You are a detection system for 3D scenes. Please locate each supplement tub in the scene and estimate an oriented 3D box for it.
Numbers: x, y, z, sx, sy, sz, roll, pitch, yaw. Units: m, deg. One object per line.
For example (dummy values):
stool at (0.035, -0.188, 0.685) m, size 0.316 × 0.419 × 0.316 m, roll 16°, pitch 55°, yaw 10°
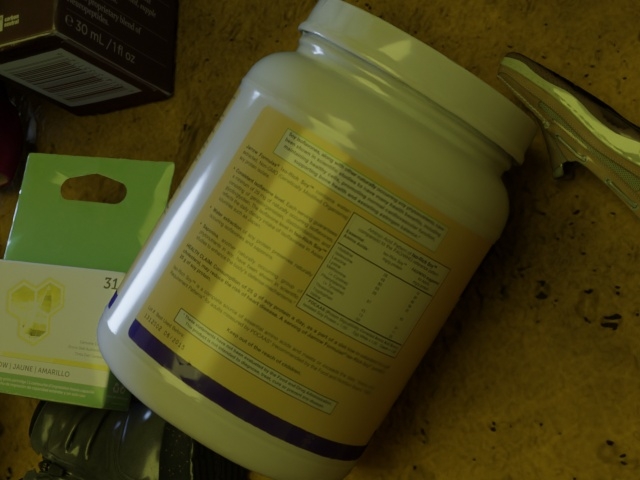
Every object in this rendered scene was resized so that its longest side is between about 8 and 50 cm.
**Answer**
supplement tub at (0.000, 0.000, 0.919) m, size 0.241 × 0.241 × 0.331 m, roll 35°, pitch 95°, yaw 31°

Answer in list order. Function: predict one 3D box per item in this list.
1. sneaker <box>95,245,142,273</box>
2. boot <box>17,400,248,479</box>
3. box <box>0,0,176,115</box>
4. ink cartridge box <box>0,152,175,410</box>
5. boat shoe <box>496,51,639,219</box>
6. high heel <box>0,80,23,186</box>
sneaker at (-0.201, 0.039, 1.119) m, size 0.258 × 0.094 × 0.091 m, roll 4°, pitch 70°, yaw 21°
boot at (-0.184, 0.298, 1.034) m, size 0.222 × 0.118 × 0.338 m, roll -7°, pitch 63°, yaw 31°
box at (-0.247, -0.341, 1.177) m, size 0.143 × 0.191 × 0.381 m, roll -8°, pitch 75°, yaw 27°
ink cartridge box at (-0.237, 0.029, 1.053) m, size 0.171 × 0.056 × 0.235 m, roll 5°, pitch 80°, yaw 21°
boat shoe at (0.207, -0.081, 0.929) m, size 0.190 × 0.068 × 0.072 m, roll 43°, pitch 111°, yaw 30°
high heel at (-0.501, -0.066, 1.277) m, size 0.377 × 0.127 × 0.181 m, roll -30°, pitch 54°, yaw 16°
